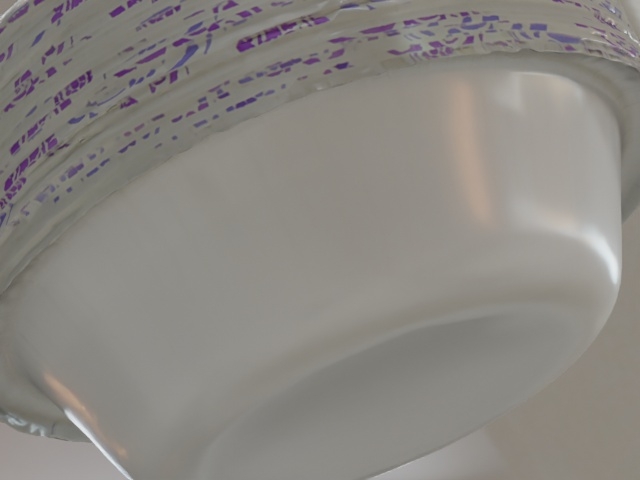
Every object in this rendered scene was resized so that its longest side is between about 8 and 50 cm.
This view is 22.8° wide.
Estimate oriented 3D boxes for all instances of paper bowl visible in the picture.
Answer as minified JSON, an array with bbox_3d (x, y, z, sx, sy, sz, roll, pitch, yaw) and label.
[{"bbox_3d":[0.000,0.000,0.609,0.284,0.284,0.148,-49,-126,45],"label":"paper bowl"}]
